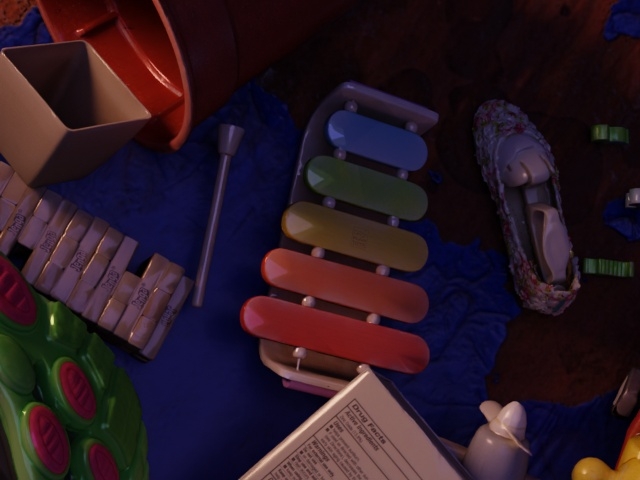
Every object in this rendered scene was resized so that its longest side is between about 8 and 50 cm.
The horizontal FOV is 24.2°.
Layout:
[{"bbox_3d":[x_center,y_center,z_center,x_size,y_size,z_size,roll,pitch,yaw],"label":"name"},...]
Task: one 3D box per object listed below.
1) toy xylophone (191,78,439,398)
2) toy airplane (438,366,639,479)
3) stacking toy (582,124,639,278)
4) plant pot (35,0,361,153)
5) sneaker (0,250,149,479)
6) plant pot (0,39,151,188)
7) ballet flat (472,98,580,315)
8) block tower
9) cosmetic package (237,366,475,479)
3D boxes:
[{"bbox_3d":[0.000,0.000,1.488,0.236,0.081,0.323,8,82,-24],"label":"toy xylophone"},{"bbox_3d":[0.308,0.301,1.447,0.386,0.272,0.384,-20,78,0],"label":"toy airplane"},{"bbox_3d":[0.394,-0.038,1.633,0.221,0.052,0.167,5,81,-14],"label":"stacking toy"},{"bbox_3d":[-0.102,-0.265,1.429,0.265,0.272,0.272,-33,92,-25],"label":"plant pot"},{"bbox_3d":[-0.327,0.126,1.363,0.483,0.202,0.185,57,39,-17],"label":"sneaker"},{"bbox_3d":[-0.244,-0.110,1.382,0.109,0.096,0.109,48,34,19],"label":"plant pot"},{"bbox_3d":[0.227,-0.040,1.574,0.091,0.077,0.241,-16,87,-16],"label":"ballet flat"},{"bbox_3d":[-0.285,-0.006,1.420,0.335,0.091,0.097,30,75,-11],"label":"block tower"},{"bbox_3d":[-0.009,0.272,1.379,0.296,0.129,0.153,-40,74,3],"label":"cosmetic package"}]
